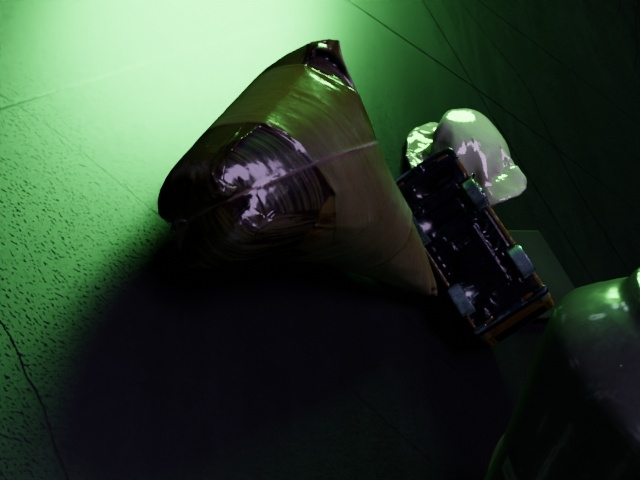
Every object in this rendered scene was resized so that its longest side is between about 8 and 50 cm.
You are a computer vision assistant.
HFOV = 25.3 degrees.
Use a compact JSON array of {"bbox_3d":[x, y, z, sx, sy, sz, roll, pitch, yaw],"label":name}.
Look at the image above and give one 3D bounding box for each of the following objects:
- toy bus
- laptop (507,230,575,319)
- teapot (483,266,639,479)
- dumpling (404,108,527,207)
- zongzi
[{"bbox_3d":[0.167,0.008,1.581,0.201,0.098,0.114,58,6,22],"label":"toy bus"},{"bbox_3d":[0.241,0.043,1.733,0.197,0.016,0.135,1,52,-48],"label":"laptop"},{"bbox_3d":[0.241,0.213,1.187,0.306,0.361,0.376,31,21,-15],"label":"teapot"},{"bbox_3d":[0.171,-0.100,1.757,0.150,0.092,0.176,-3,58,-35],"label":"dumpling"},{"bbox_3d":[0.000,0.000,1.389,0.317,0.154,0.289,54,38,-15],"label":"zongzi"}]
